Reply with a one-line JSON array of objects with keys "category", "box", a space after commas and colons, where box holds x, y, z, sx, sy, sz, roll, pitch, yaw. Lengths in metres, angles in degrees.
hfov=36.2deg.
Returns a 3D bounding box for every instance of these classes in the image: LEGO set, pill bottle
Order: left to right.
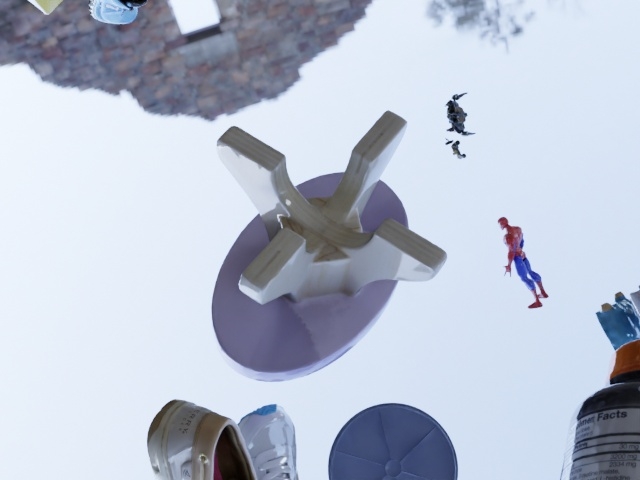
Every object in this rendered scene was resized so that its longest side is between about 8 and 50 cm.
[{"category": "LEGO set", "box": [0.141, -0.123, 1.032, 0.023, 0.054, 0.083, -15, -150, 37]}, {"category": "pill bottle", "box": [0.227, 0.187, 0.668, 0.131, 0.130, 0.245, 2, -131, 26]}]

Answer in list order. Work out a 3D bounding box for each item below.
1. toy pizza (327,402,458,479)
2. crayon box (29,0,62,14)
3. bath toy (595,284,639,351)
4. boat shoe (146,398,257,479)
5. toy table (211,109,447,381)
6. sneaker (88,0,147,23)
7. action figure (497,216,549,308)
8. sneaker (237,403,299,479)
[{"category": "toy pizza", "box": [0.112, 0.353, 1.516, 0.201, 0.032, 0.201, 0, -103, 0]}, {"category": "crayon box", "box": [-0.303, -0.474, 1.110, 0.106, 0.363, 0.313, 39, -97, 13]}, {"category": "bath toy", "box": [0.545, 0.074, 1.292, 0.151, 0.129, 0.348, -22, 172, -46]}, {"category": "boat shoe", "box": [-0.061, 0.182, 0.647, 0.059, 0.170, 0.063, 1, -147, 33]}, {"category": "toy table", "box": [0.000, 0.000, 0.997, 0.252, 0.160, 0.274, 22, -121, 7]}, {"category": "sneaker", "box": [-0.262, -0.317, 1.283, 0.073, 0.162, 0.063, 27, -96, 3]}, {"category": "action figure", "box": [0.232, 0.024, 1.140, 0.030, 0.115, 0.038, -8, -157, 42]}, {"category": "sneaker", "box": [-0.058, 0.309, 1.228, 0.088, 0.228, 0.092, -13, -151, -26]}]
